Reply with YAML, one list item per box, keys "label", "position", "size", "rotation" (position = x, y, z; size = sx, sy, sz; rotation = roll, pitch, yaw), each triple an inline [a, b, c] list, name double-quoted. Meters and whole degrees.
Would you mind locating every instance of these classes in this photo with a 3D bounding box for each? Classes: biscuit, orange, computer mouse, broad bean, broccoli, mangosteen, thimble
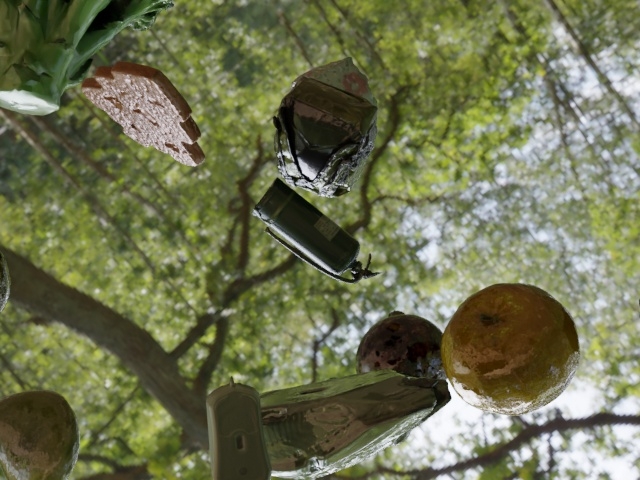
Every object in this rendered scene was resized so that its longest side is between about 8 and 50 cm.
- label: "biscuit"
  position: [-0.328, -0.258, 1.705]
  size: [0.043, 0.284, 0.306]
  rotation: [-58, -172, -22]
- label: "orange"
  position: [0.384, 0.221, 1.788]
  size: [0.279, 0.235, 0.279]
  rotation: [-24, -143, 19]
- label: "computer mouse"
  position: [-0.126, 0.293, 1.324]
  size: [0.089, 0.181, 0.056]
  rotation: [-5, 171, -19]
- label: "computer mouse"
  position: [0.012, 0.309, 1.449]
  size: [0.429, 0.145, 0.228]
  rotation: [-15, 175, 30]
- label: "broad bean"
  position: [-0.540, 0.382, 1.697]
  size: [0.263, 0.121, 0.189]
  rotation: [20, -101, 40]
- label: "broccoli"
  position: [-0.276, -0.262, 0.887]
  size: [0.269, 0.269, 0.254]
  rotation: [-41, 178, -7]
- label: "mangosteen"
  position: [0.189, 0.269, 2.141]
  size: [0.231, 0.231, 0.289]
  rotation: [-38, -155, 6]
- label: "thimble"
  position: [0.029, -0.333, 2.149]
  size: [0.149, 0.211, 0.185]
  rotation: [-28, -138, -30]

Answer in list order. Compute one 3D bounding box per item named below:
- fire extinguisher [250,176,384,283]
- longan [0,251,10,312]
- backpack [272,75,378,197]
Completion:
- label: "fire extinguisher"
  position: [0.000, 0.000, 1.782]
  size: [0.093, 0.294, 0.118]
  rotation: [-44, -170, 47]
- label: "longan"
  position: [-0.579, 0.073, 1.409]
  size: [0.176, 0.145, 0.155]
  rotation: [-48, -123, -4]
- label: "backpack"
  position: [0.003, -0.195, 1.798]
  size: [0.140, 0.207, 0.253]
  rotation: [-55, 165, -40]
